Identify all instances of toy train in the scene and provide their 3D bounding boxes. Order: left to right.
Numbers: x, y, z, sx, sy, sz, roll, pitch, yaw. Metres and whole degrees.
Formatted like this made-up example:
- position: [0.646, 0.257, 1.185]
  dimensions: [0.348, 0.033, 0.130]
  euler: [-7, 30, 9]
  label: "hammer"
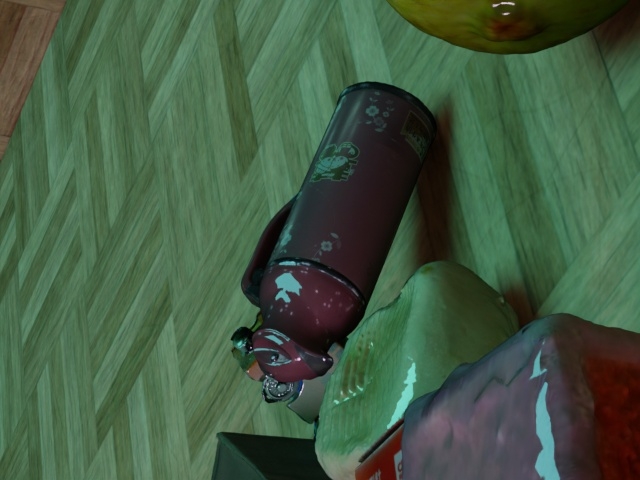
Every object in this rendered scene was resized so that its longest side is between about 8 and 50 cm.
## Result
- position: [-0.008, 0.138, 2.017]
  dimensions: [0.099, 0.188, 0.072]
  euler: [-46, 27, 5]
  label: "toy train"

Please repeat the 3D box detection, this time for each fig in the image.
- position: [0.175, -0.318, 1.676]
  dimensions: [0.258, 0.258, 0.326]
  euler: [-39, 31, 58]
  label: "fig"

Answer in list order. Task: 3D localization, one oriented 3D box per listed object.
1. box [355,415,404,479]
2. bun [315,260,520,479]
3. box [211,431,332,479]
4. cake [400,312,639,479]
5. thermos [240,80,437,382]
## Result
- position: [0.136, 0.207, 1.631]
  dimensions: [0.133, 0.182, 0.099]
  euler: [127, 145, -53]
  label: "box"
- position: [0.099, 0.134, 1.789]
  dimensions: [0.229, 0.145, 0.229]
  euler: [-49, 26, 34]
  label: "bun"
- position: [-0.014, 0.304, 1.991]
  dimensions: [0.231, 0.155, 0.149]
  euler: [-146, 65, -65]
  label: "box"
- position: [0.200, 0.235, 1.388]
  dimensions: [0.230, 0.237, 0.309]
  euler: [141, 133, -59]
  label: "cake"
- position: [0.003, -0.004, 1.948]
  dimensions: [0.109, 0.136, 0.330]
  euler: [92, -162, -57]
  label: "thermos"
